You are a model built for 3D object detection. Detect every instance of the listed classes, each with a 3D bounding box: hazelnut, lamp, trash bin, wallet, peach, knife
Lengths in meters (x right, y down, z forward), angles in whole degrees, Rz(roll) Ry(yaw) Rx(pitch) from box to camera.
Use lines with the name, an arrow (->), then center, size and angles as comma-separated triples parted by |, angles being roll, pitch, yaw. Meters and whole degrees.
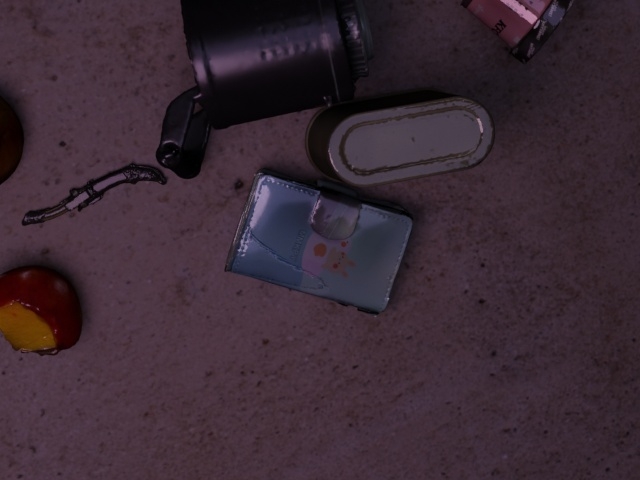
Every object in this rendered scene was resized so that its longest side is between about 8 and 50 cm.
hazelnut -> -0.514, -0.125, 1.533 | 0.204, 0.178, 0.178 | -26, 103, -33
lamp -> -0.062, -0.263, 1.521 | 0.272, 0.205, 0.374 | 7, 87, 4
trash bin -> 0.105, -0.146, 1.553 | 0.243, 0.247, 0.121 | -10, 98, -4
wallet -> 0.000, 0.000, 1.651 | 0.250, 0.075, 0.176 | 17, 100, -10
peach -> -0.413, 0.089, 1.584 | 0.151, 0.151, 0.118 | 13, 117, -8
knife -> -0.340, -0.071, 1.628 | 0.222, 0.021, 0.045 | -18, 103, -4

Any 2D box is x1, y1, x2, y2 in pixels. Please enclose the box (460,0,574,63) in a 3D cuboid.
box -> 0.289, -0.356, 1.594 | 0.135, 0.151, 0.151 | 36, 93, -3
